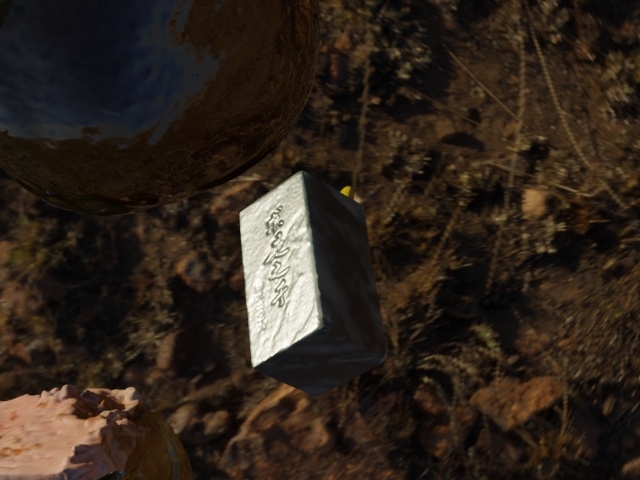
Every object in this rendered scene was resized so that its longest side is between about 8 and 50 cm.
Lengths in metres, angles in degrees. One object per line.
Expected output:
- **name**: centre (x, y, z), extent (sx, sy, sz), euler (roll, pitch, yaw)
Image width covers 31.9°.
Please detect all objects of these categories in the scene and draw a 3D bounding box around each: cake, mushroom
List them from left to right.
- **cake**: centre (-0.367, 0.371, 1.544), extent (0.306, 0.314, 0.293), euler (-7, 104, 14)
- **mushroom**: centre (-0.104, -0.157, 0.669), extent (0.195, 0.263, 0.283), euler (-2, 98, 42)

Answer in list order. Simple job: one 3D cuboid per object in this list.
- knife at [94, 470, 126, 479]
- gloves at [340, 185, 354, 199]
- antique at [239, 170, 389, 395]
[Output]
- **knife**: centre (-0.280, 0.276, 1.053), extent (0.044, 0.296, 0.026), euler (-42, 80, 24)
- **gloves**: centre (0.001, -0.001, 1.548), extent (0.133, 0.294, 0.116), euler (-23, 108, 4)
- **antique**: centre (-0.010, 0.031, 0.994), extent (0.088, 0.086, 0.183), euler (-32, 48, 30)
